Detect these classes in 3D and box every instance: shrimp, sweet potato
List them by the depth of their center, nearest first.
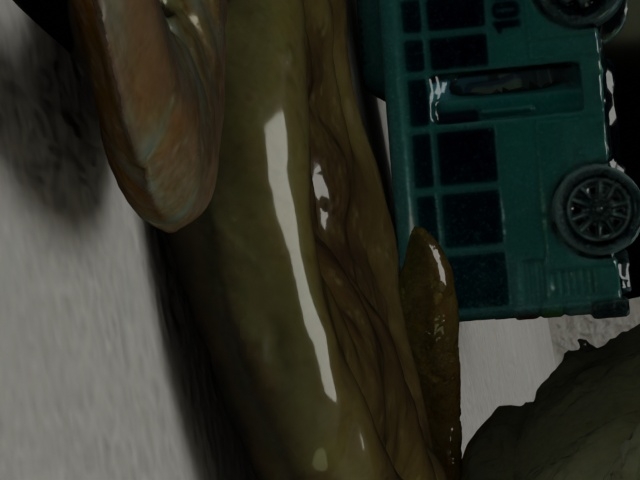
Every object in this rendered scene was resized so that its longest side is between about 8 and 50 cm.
[{"bbox_3d":[-0.055,-0.112,0.433,0.152,0.046,0.219,63,19,-71],"label":"shrimp"},{"bbox_3d":[0.051,0.065,0.921,0.041,0.038,0.153,-31,121,-57],"label":"sweet potato"}]

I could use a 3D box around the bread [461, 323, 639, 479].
[{"bbox_3d":[0.186,0.196,0.980,0.279,0.225,0.250,63,9,-11],"label":"bread"}]

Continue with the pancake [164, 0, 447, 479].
[{"bbox_3d":[0.000,0.000,0.631,0.294,0.049,0.294,-12,90,-82],"label":"pancake"}]

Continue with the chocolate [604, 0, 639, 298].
[{"bbox_3d":[0.202,-0.193,1.322,0.331,0.383,0.384,-112,-175,-57],"label":"chocolate"}]

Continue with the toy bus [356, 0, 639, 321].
[{"bbox_3d":[0.098,-0.082,1.025,0.128,0.147,0.256,7,78,-82],"label":"toy bus"}]
